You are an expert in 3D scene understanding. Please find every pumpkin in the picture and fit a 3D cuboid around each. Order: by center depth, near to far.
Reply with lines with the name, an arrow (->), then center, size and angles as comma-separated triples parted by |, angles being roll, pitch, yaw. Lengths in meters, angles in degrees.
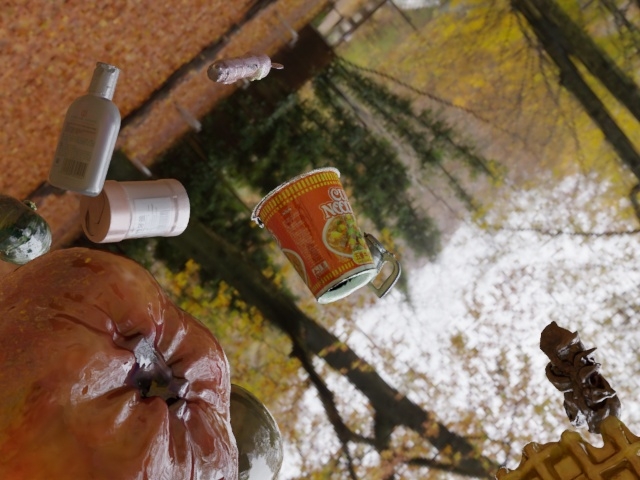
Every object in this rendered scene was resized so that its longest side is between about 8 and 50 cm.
pumpkin -> -0.620, -0.023, 1.726 | 0.167, 0.167, 0.125 | -34, -168, 49

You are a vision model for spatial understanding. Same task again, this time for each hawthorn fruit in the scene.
hawthorn fruit -> -0.349, 0.244, 1.130 | 0.472, 0.472, 0.472 | -42, -172, 7

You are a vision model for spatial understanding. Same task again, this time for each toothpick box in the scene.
toothpick box -> -0.300, -0.050, 1.391 | 0.149, 0.098, 0.098 | -7, 159, -44

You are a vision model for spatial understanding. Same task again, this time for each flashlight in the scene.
flashlight -> -0.087, -0.187, 0.937 | 0.110, 0.052, 0.031 | -32, 140, -57

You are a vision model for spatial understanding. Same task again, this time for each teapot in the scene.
teapot -> 0.111, 0.046, 2.001 | 0.108, 0.149, 0.111 | -44, 144, 2

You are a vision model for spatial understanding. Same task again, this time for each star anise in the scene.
star anise -> 0.501, 0.279, 1.695 | 0.099, 0.214, 0.220 | -16, -159, -11

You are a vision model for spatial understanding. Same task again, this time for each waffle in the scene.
waffle -> 0.279, 0.330, 0.856 | 0.283, 0.065, 0.309 | 8, -103, 28

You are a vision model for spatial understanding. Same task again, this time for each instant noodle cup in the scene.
instant noodle cup -> 0.000, 0.000, 1.620 | 0.193, 0.212, 0.193 | -26, 165, -8

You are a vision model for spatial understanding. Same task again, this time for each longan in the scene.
longan -> -0.165, 0.338, 1.434 | 0.196, 0.220, 0.196 | -35, 162, -13

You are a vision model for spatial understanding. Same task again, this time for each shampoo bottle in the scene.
shampoo bottle -> -0.289, -0.141, 1.077 | 0.040, 0.080, 0.165 | 20, 85, -64
